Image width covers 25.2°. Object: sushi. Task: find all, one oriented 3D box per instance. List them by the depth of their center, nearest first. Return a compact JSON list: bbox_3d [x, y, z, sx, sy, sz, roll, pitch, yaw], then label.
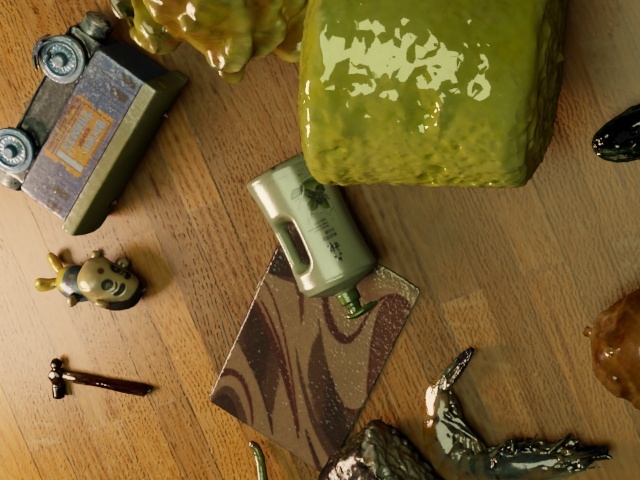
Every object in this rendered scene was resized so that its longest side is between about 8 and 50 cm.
[{"bbox_3d":[0.104,0.360,1.976,0.225,0.136,0.126,44,112,16],"label":"sushi"}]

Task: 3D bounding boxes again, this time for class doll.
[{"bbox_3d":[-0.341,0.060,2.125,0.179,0.102,0.089,10,149,17],"label":"doll"}]

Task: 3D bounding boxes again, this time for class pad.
[{"bbox_3d":[-0.016,0.153,2.048,0.220,0.004,0.330,30,112,14],"label":"pad"}]

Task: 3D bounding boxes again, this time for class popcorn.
[{"bbox_3d":[-0.098,-0.370,1.801,0.290,0.325,0.321,58,150,20],"label":"popcorn"}]

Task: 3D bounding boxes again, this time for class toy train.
[{"bbox_3d":[-0.337,-0.169,2.049,0.202,0.131,0.300,35,114,4],"label":"toy train"}]

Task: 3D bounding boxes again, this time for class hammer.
[{"bbox_3d":[-0.336,0.222,2.195,0.178,0.021,0.065,6,105,19],"label":"hammer"}]

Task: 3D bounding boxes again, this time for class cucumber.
[{"bbox_3d":[0.466,-0.172,1.730,0.303,0.072,0.081,-34,90,26],"label":"cucumber"}]

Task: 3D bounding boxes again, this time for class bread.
[{"bbox_3d":[0.135,-0.217,1.727,0.307,0.348,0.348,13,107,13],"label":"bread"}]

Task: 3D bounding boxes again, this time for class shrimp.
[{"bbox_3d":[0.255,0.238,1.928,0.261,0.051,0.198,-7,99,27],"label":"shrimp"}]

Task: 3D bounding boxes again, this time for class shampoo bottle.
[{"bbox_3d":[0.000,0.000,1.955,0.118,0.087,0.234,-27,88,17],"label":"shampoo bottle"}]

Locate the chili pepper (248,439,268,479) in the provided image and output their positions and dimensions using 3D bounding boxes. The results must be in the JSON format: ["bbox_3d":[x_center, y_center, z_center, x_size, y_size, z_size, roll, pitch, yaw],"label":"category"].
[{"bbox_3d":[-0.119,0.487,2.126,0.137,0.092,0.369,31,110,26],"label":"chili pepper"}]

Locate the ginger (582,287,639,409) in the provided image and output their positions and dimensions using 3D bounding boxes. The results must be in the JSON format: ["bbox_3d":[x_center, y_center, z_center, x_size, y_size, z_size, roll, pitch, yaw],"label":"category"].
[{"bbox_3d":[0.520,0.138,1.739,0.357,0.152,0.274,36,106,13],"label":"ginger"}]
